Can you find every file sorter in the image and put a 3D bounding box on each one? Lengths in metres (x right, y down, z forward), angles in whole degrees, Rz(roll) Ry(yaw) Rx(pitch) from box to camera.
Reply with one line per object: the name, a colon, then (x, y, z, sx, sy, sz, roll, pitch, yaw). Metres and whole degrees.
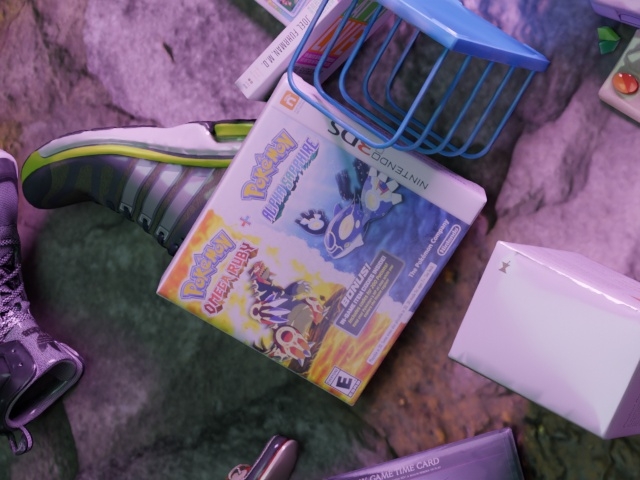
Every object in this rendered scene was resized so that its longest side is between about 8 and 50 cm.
file sorter: (0.072, -0.131, 1.222, 0.118, 0.170, 0.104, 38, 108, 25)

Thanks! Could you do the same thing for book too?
book: (0.003, -0.168, 1.281, 0.144, 0.096, 0.035, -45, 76, 19)

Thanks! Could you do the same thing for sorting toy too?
sorting toy: (0.237, -0.129, 1.219, 0.083, 0.012, 0.062, 35, 104, 25)

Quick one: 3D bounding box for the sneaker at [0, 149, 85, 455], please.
sneaker: (-0.280, 0.058, 1.443, 0.153, 0.101, 0.268, 19, 102, 27)

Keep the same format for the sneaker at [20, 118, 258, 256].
sneaker: (-0.131, -0.037, 1.363, 0.300, 0.111, 0.121, -2, 90, 30)

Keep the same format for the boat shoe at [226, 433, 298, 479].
boat shoe: (-0.066, 0.214, 1.345, 0.043, 0.049, 0.137, 39, 110, 27)

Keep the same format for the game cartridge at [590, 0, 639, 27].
game cartridge: (0.344, -0.236, 1.144, 0.355, 0.068, 0.230, 24, 102, 27)

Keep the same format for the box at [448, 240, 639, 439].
box: (0.192, 0.070, 1.142, 0.130, 0.170, 0.091, 28, 100, 28)

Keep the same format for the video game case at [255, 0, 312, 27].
video game case: (0.007, -0.251, 1.348, 0.143, 0.019, 0.157, 42, 107, 24)

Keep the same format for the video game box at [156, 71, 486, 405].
video game box: (0.000, 0.000, 1.272, 0.187, 0.048, 0.205, 31, 103, -4)

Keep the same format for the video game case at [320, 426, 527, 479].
video game case: (0.083, 0.293, 1.200, 0.196, 0.026, 0.274, -18, 62, 11)
